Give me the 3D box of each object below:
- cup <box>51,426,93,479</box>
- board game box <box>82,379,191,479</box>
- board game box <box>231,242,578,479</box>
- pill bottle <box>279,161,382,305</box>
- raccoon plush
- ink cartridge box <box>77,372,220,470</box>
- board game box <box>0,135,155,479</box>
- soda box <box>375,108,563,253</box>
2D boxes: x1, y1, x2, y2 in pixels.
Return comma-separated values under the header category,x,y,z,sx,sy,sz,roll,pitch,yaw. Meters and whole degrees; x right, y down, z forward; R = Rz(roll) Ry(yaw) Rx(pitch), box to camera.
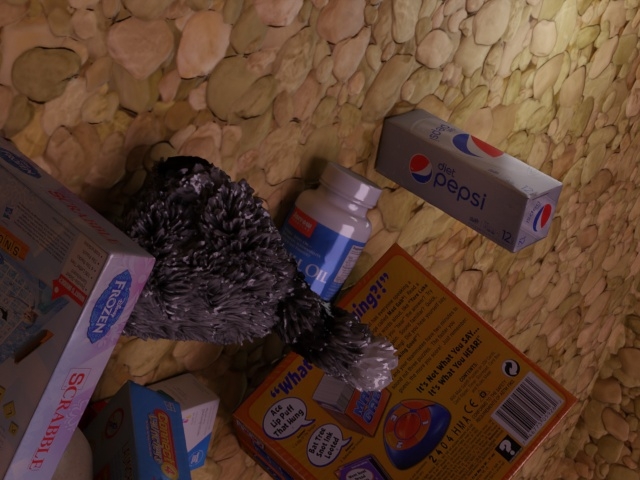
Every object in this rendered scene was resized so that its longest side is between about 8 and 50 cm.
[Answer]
category,x,y,z,sx,sy,sz,roll,pitch,yaw
cup,-0.399,0.303,1.286,0.331,0.331,0.237,86,27,-44
board game box,-0.283,0.386,1.396,0.086,0.308,0.302,31,112,-30
board game box,0.116,0.291,1.738,0.356,0.356,0.356,-45,169,-15
pill bottle,0.000,0.000,1.648,0.124,0.124,0.221,14,107,-55
raccoon plush,-0.153,0.094,1.293,0.299,0.447,0.216,-48,162,-34
ink cartridge box,-0.267,0.290,1.605,0.231,0.078,0.134,-15,129,-44
board game box,-0.344,0.076,1.110,0.066,0.319,0.318,11,110,-54
soda box,0.220,-0.097,1.690,0.091,0.286,0.098,-21,132,-40
